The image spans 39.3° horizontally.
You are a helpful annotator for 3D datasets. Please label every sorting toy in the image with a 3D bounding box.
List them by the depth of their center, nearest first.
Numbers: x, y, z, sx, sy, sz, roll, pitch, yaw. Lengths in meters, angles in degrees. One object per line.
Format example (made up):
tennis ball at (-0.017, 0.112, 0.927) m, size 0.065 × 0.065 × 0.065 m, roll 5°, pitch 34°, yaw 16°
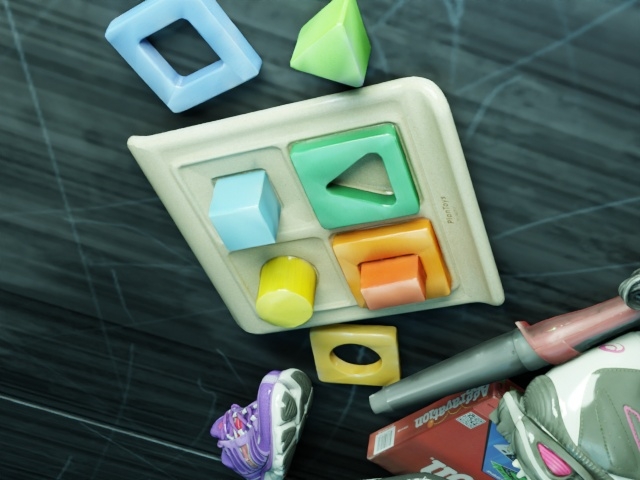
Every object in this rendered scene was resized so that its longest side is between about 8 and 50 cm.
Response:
sorting toy at (0.000, 0.000, 0.545) m, size 0.196 × 0.047 × 0.348 m, roll -7°, pitch 135°, yaw 20°

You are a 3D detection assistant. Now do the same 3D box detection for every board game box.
board game box at (0.191, 0.207, 0.740) m, size 0.281 × 0.027 × 0.145 m, roll 33°, pitch 135°, yaw -21°

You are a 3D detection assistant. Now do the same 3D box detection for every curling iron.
curling iron at (0.139, 0.059, 0.582) m, size 0.274 × 0.035 × 0.068 m, roll -30°, pitch 130°, yaw 35°

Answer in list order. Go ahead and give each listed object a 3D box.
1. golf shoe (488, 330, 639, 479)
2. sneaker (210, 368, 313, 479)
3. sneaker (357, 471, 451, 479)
golf shoe at (0.241, 0.179, 0.627) m, size 0.120 × 0.105 × 0.273 m, roll -41°, pitch 116°, yaw 9°
sneaker at (-0.051, 0.152, 0.705) m, size 0.071 × 0.068 × 0.170 m, roll 21°, pitch 142°, yaw 2°
sneaker at (0.129, 0.334, 0.756) m, size 0.447 × 0.169 × 0.257 m, roll 23°, pitch 149°, yaw -9°
